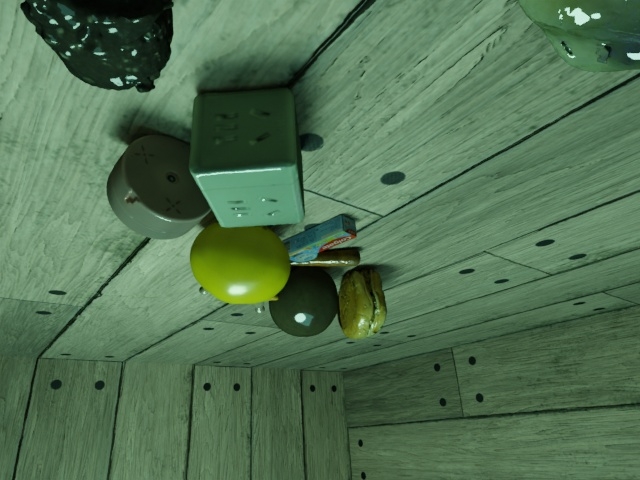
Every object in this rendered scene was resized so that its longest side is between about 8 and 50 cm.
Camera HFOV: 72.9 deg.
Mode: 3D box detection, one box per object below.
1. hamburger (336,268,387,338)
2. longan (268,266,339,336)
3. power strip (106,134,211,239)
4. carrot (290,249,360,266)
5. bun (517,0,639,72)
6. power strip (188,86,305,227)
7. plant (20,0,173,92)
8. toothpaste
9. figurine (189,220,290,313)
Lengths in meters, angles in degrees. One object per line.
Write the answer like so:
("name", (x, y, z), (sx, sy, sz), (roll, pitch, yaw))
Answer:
("hamburger", (0.120, 0.192, 1.277), (0.108, 0.214, 0.214), (3, 155, -18))
("longan", (-0.045, 0.172, 1.220), (0.196, 0.197, 0.220), (18, 136, -39))
("power strip", (-0.243, -0.082, 0.675), (0.154, 0.154, 0.078), (16, 146, -37))
("carrot", (0.010, 0.047, 1.130), (0.191, 0.047, 0.047), (-1, 156, 3))
("bun", (0.308, -0.253, 0.364), (0.272, 0.168, 0.273), (3, 159, 1))
("power strip", (-0.097, -0.104, 0.660), (0.140, 0.139, 0.224), (-5, 156, 0))
("plant", (-0.191, -0.233, 0.371), (0.142, 0.131, 0.203), (2, 154, -5))
("toothpaste", (0.000, 0.000, 1.018), (0.193, 0.044, 0.070), (-23, 151, 36))
("figurine", (-0.173, 0.069, 1.003), (0.215, 0.187, 0.344), (9, 162, 1))
